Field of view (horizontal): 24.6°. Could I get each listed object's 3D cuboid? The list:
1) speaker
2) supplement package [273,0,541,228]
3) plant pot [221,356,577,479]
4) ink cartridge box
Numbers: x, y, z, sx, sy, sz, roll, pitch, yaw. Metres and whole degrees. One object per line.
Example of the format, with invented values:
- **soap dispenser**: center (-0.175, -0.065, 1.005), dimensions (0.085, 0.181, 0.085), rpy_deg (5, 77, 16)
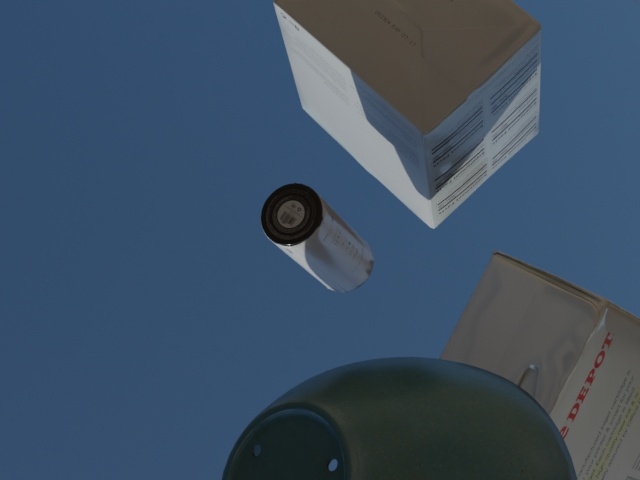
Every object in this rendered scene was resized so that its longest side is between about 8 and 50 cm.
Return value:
- **speaker**: center (0.000, 0.000, 1.233), dimensions (0.136, 0.055, 0.055), rpy_deg (41, -137, -63)
- **supplement package**: center (0.085, -0.156, 1.347), dimensions (0.149, 0.203, 0.194), rpy_deg (-42, -111, -10)
- **plant pot**: center (0.033, 0.215, 1.173), dimensions (0.195, 0.290, 0.290), rpy_deg (28, -123, -45)
- **ink cartridge box**: center (0.283, 0.203, 1.710), dimensions (0.385, 0.160, 0.279), rpy_deg (26, -90, -53)
